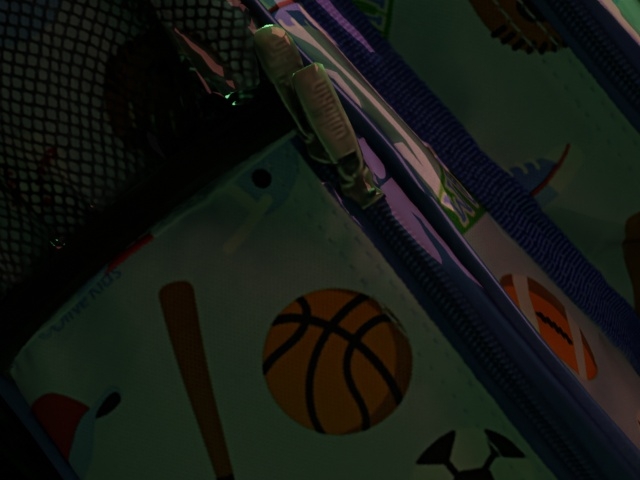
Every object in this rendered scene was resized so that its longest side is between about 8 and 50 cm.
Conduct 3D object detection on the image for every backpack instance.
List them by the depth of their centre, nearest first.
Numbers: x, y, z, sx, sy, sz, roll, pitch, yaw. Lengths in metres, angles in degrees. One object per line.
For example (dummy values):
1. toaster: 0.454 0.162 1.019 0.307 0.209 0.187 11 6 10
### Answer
1. backpack: 0.001 0.007 0.461 0.263 0.213 0.276 59 13 10
